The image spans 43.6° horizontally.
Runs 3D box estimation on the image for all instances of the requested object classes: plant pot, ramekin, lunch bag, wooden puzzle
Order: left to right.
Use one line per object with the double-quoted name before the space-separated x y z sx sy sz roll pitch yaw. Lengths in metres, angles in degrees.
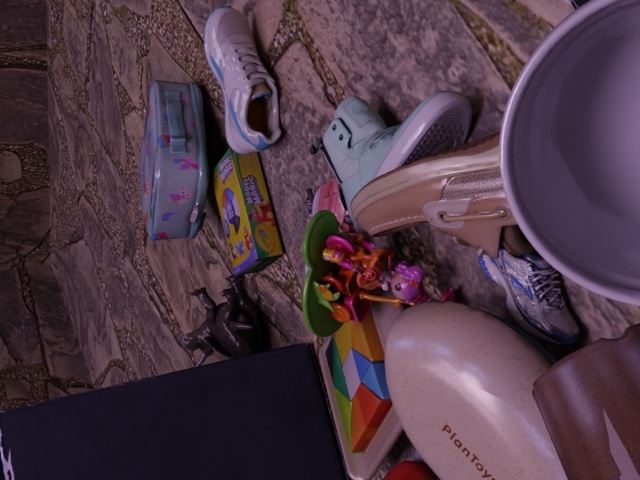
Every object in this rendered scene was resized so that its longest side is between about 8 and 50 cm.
"lunch bag" -0.268 -0.149 1.479 0.224 0.108 0.279 114 151 -47
"wooden puzzle" 0.055 0.171 1.051 0.238 0.044 0.220 115 148 -46
"plant pot" 0.248 0.158 0.590 0.165 0.167 0.167 66 150 28
"ramekin" 0.227 -0.069 0.524 0.207 0.109 0.207 6 109 17

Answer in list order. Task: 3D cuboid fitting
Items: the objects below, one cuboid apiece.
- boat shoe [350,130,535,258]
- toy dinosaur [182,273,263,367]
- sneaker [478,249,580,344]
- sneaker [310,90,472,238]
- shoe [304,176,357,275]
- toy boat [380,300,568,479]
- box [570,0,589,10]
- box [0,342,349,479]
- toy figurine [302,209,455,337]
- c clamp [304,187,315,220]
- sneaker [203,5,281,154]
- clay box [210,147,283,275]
"boat shoe" 0.154 -0.035 0.720 0.341 0.122 0.110 -17 90 53
"toy dinosaur" -0.149 0.152 1.432 0.314 0.121 0.160 -4 108 58
"sneaker" 0.202 0.040 0.761 0.135 0.052 0.058 57 138 34
"sneaker" 0.067 -0.122 0.905 0.151 0.094 0.256 63 151 17
"shoe" 0.025 -0.007 1.033 0.081 0.064 0.177 138 138 -58
"toy boat" 0.154 0.197 0.814 0.267 0.148 0.318 51 141 17
"box" 0.224 -0.232 0.659 0.083 0.018 0.067 68 151 22
"box" -0.276 0.391 1.322 0.472 0.480 0.297 -34 68 60
"toy figurine" 0.075 0.051 0.914 0.159 0.130 0.173 12 135 31
"c clamp" 0.000 0.000 1.121 0.137 0.022 0.160 75 -176 -83
"sneaker" -0.112 -0.250 1.234 0.092 0.087 0.228 -3 104 56
"clay box" -0.132 -0.062 1.355 0.127 0.053 0.221 -36 67 62
